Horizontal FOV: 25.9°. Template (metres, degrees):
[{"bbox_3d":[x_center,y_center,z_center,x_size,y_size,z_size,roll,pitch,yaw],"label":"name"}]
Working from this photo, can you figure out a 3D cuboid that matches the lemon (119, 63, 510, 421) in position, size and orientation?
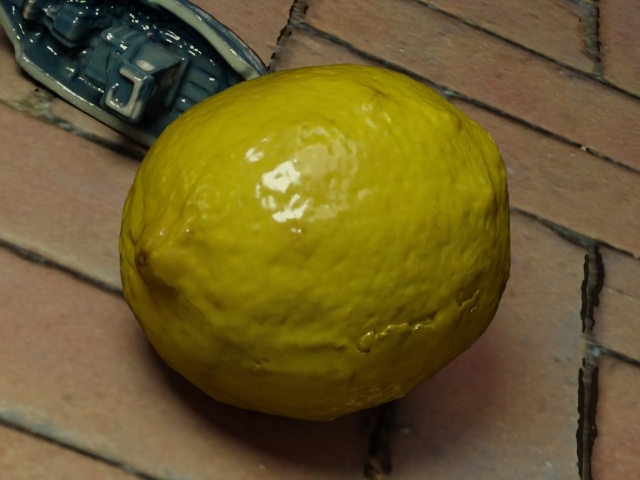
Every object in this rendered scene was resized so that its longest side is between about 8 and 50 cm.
[{"bbox_3d":[-0.002,0.000,0.972,0.260,0.260,0.284,35,26,13],"label":"lemon"}]

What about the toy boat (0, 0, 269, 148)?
[{"bbox_3d":[-0.157,-0.150,1.160,0.309,0.129,0.142,30,22,9],"label":"toy boat"}]
